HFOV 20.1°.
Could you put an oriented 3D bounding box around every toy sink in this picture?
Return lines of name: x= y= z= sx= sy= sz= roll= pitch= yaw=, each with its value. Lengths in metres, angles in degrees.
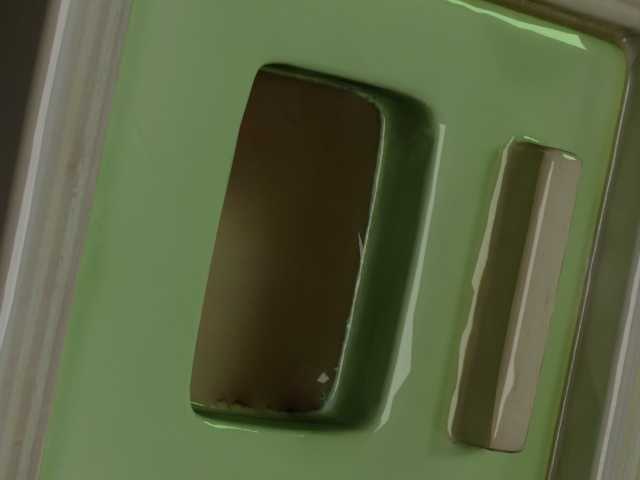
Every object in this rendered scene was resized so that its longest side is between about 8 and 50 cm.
toy sink: x=0.000 y=0.000 z=0.418 sx=0.234 sy=0.131 sz=0.152 roll=12 pitch=90 yaw=-41
